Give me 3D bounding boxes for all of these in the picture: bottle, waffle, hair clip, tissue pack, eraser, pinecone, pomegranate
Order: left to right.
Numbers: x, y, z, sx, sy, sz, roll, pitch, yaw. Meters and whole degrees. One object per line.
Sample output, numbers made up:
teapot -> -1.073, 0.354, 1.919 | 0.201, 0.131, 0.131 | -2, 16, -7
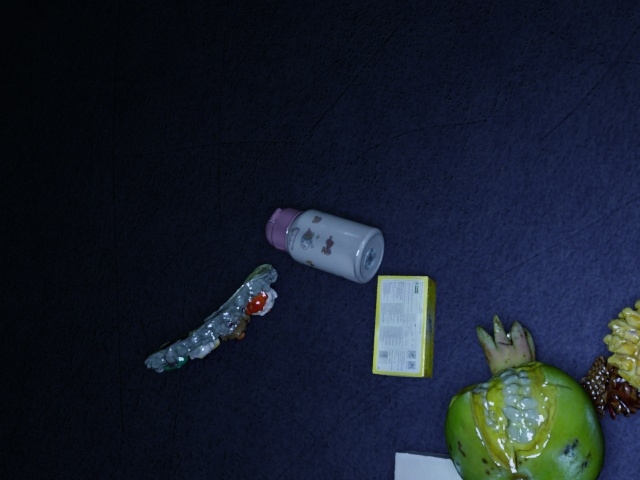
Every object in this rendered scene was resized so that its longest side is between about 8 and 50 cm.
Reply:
hair clip -> -0.205, 0.176, 1.377 | 0.321, 0.138, 0.091 | -38, 94, 14
bottle -> 0.000, 0.000, 1.309 | 0.233, 0.110, 0.110 | 17, 86, 30
tissue pack -> 0.152, 0.154, 1.219 | 0.095, 0.062, 0.176 | -2, 77, 25
eraser -> 0.182, 0.493, 1.111 | 0.124, 0.081, 0.279 | -1, 78, 29
pomegranate -> 0.303, 0.261, 1.045 | 0.235, 0.236, 0.302 | -21, 36, 22
pinecone -> 0.450, 0.215, 1.026 | 0.109, 0.102, 0.102 | -23, 68, 5
waffle -> 0.508, 0.167, 0.992 | 0.191, 0.038, 0.191 | 3, 61, -5
